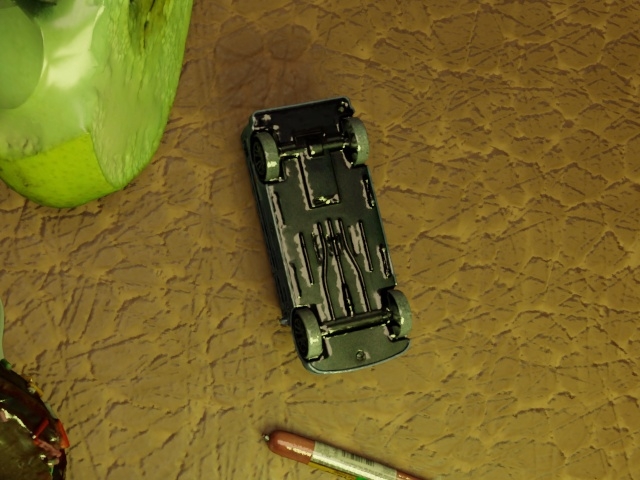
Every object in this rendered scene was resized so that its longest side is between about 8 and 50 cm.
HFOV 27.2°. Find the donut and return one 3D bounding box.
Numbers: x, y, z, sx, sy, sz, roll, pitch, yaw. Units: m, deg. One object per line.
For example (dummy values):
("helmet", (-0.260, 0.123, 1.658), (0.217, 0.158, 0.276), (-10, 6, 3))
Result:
("donut", (-0.384, 0.216, 1.316), (0.270, 0.103, 0.269), (-7, 125, -10))

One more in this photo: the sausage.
("sausage", (0.038, 0.255, 1.483), (0.223, 0.029, 0.029), (21, 81, -9))

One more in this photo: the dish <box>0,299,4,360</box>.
("dish", (-0.437, 0.115, 1.375), (0.229, 0.081, 0.229), (1, 84, -11))

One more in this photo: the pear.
("pear", (-0.263, -0.178, 1.379), (0.176, 0.286, 0.281), (11, 107, 14))

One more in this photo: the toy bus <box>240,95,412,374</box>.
("toy bus", (0.000, 0.000, 1.449), (0.125, 0.133, 0.292), (-12, 85, -18))
